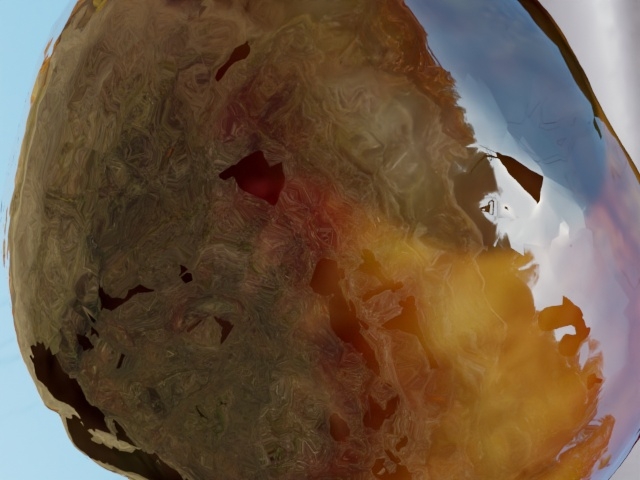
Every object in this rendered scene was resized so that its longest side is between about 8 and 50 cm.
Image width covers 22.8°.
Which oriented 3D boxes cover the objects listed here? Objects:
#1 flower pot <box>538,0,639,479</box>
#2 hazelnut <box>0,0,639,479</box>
[{"bbox_3d":[0.107,-0.048,0.641,0.265,0.265,0.243,11,-66,46],"label":"flower pot"},{"bbox_3d":[0.000,0.000,0.443,0.204,0.178,0.178,46,-39,9],"label":"hazelnut"}]
